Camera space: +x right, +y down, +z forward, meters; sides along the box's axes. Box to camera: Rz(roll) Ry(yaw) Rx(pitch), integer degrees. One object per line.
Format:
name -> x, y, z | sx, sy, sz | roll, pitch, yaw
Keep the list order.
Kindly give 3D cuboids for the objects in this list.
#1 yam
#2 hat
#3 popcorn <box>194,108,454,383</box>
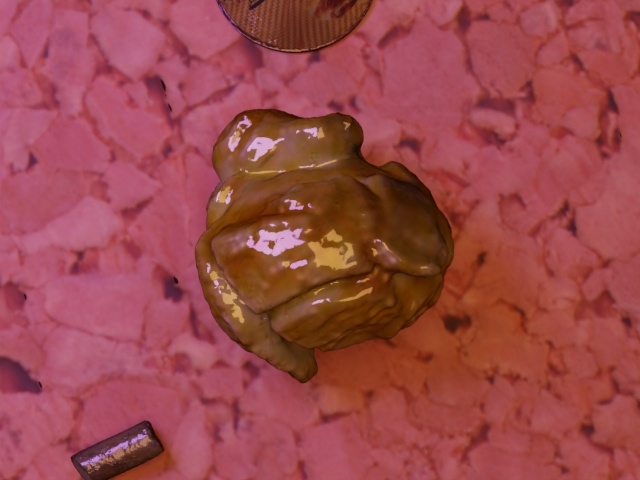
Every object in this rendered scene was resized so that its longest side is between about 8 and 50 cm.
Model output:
yam -> -0.212, 0.223, 1.129 | 0.094, 0.043, 0.043 | -25, 84, -7
hat -> -0.028, -0.311, 1.203 | 0.193, 0.082, 0.193 | 0, 83, -3
popcorn -> 0.002, -0.006, 1.098 | 0.276, 0.276, 0.225 | 49, 118, 4
